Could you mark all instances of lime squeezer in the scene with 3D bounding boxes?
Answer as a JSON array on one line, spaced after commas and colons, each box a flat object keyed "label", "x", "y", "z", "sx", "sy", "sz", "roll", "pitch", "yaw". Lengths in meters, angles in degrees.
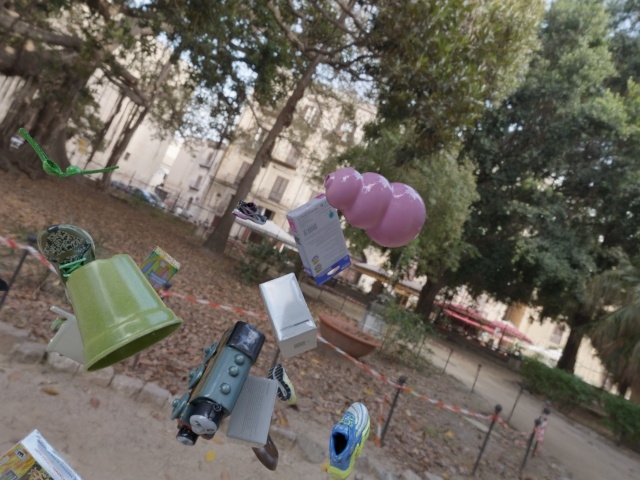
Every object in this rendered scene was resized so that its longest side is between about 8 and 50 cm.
[{"label": "lime squeezer", "x": -0.849, "y": -0.259, "z": 1.359, "sx": 0.310, "sy": 0.110, "sz": 0.059, "roll": 21, "pitch": -7, "yaw": -14}]

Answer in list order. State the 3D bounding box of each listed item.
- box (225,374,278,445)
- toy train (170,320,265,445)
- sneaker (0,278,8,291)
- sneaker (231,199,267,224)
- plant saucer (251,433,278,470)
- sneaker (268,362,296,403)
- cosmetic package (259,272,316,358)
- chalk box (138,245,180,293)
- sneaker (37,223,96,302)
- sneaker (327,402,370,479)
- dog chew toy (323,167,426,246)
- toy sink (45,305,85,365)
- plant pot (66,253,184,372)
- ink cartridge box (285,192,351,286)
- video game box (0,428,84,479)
[{"label": "box", "x": -0.211, "y": 0.531, "z": 1.252, "sx": 0.119, "sy": 0.182, "sz": 0.181, "roll": 13, "pitch": -32, "yaw": -4}, {"label": "toy train", "x": -0.268, "y": 0.370, "z": 1.082, "sx": 0.142, "sy": 0.334, "sz": 0.190, "roll": 38, "pitch": -52, "yaw": -11}, {"label": "sneaker", "x": -0.992, "y": 0.127, "z": 1.150, "sx": 0.051, "sy": 0.089, "sz": 0.170, "roll": 12, "pitch": 17, "yaw": 24}, {"label": "sneaker", "x": -0.276, "y": -0.117, "z": 1.661, "sx": 0.072, "sy": 0.077, "sz": 0.178, "roll": 28, "pitch": 6, "yaw": 29}, {"label": "plant saucer", "x": -0.225, "y": 0.823, "z": 1.629, "sx": 0.198, "sy": 0.036, "sz": 0.198, "roll": 53, "pitch": -3, "yaw": 3}, {"label": "sneaker", "x": -0.167, "y": 0.640, "z": 1.795, "sx": 0.094, "sy": 0.081, "sz": 0.208, "roll": 57, "pitch": 0, "yaw": -40}, {"label": "cosmetic package", "x": -0.116, "y": 0.276, "z": 1.464, "sx": 0.224, "sy": 0.138, "sz": 0.224, "roll": 90, "pitch": -21, "yaw": -59}, {"label": "chalk box", "x": -0.719, "y": 0.151, "z": 1.718, "sx": 0.132, "sy": 0.213, "sz": 0.132, "roll": 42, "pitch": -4, "yaw": -18}, {"label": "sneaker", "x": -0.822, "y": 0.122, "z": 1.391, "sx": 0.182, "sy": 0.158, "sz": 0.410, "roll": 43, "pitch": -33, "yaw": 37}, {"label": "sneaker", "x": 0.085, "y": 0.544, "z": 1.151, "sx": 0.091, "sy": 0.240, "sz": 0.126, "roll": 8, "pitch": -55, "yaw": 17}, {"label": "dog chew toy", "x": 0.159, "y": -0.113, "z": 1.249, "sx": 0.332, "sy": 0.206, "sz": 0.206, "roll": 25, "pitch": -6, "yaw": -19}, {"label": "toy sink", "x": -0.837, "y": 0.336, "z": 1.384, "sx": 0.234, "sy": 0.131, "sz": 0.153, "roll": 35, "pitch": -23, "yaw": -18}, {"label": "plant pot", "x": -0.571, "y": 0.188, "z": 1.139, "sx": 0.254, "sy": 0.276, "sz": 0.276, "roll": 59, "pitch": 0, "yaw": 9}, {"label": "ink cartridge box", "x": 0.000, "y": 0.000, "z": 1.517, "sx": 0.065, "sy": 0.186, "sz": 0.311, "roll": 17, "pitch": -47, "yaw": 52}, {"label": "video game box", "x": -0.568, "y": 0.495, "z": 0.783, "sx": 0.187, "sy": 0.205, "sz": 0.048, "roll": 51, "pitch": 11, "yaw": -8}]
